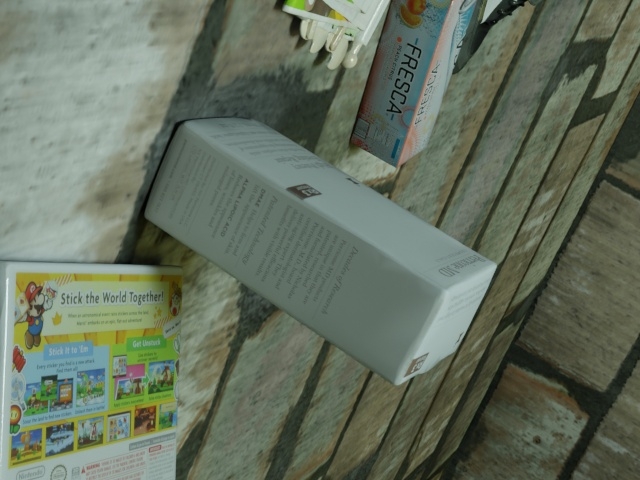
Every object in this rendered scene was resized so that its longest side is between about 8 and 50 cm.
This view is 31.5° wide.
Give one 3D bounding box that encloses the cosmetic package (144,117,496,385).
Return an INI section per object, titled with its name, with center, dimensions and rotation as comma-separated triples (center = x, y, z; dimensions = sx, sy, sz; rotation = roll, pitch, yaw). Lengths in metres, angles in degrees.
[cosmetic package]
center = 0.000, 0.000, 0.819
dimensions = 0.117, 0.231, 0.085
rotation = -17, 135, -63

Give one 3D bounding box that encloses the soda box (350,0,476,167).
[soda box]
center = 0.087, -0.162, 1.059
dimensions = 0.063, 0.058, 0.183
rotation = -36, 151, -48

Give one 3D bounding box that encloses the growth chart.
[growth chart]
center = 0.026, -0.227, 0.868
dimensions = 0.172, 0.021, 0.237
rotation = -59, 161, 0

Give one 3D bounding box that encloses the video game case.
[video game case]
center = -0.160, 0.118, 0.781
dimensions = 0.227, 0.026, 0.206
rotation = 5, 86, -69

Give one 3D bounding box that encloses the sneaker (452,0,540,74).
[sneaker]
center = 0.187, -0.257, 1.091
dimensions = 0.234, 0.106, 0.078
rotation = -64, 159, 14
